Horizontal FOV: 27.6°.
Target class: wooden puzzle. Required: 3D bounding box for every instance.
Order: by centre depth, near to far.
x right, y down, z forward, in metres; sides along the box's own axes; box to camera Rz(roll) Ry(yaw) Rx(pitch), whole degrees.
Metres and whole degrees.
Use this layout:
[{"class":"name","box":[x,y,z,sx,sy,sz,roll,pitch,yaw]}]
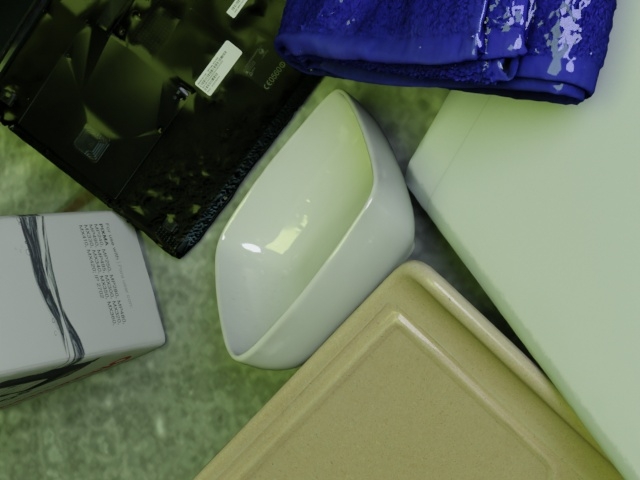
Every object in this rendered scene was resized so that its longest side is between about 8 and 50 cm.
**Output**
[{"class":"wooden puzzle","box":[0.058,0.156,0.716,0.221,0.044,0.239,43,115,1]}]

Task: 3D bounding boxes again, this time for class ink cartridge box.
[{"class":"ink cartridge box","box":[-0.237,0.056,0.804,0.172,0.237,0.100,-22,82,29]}]

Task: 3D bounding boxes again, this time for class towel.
[{"class":"towel","box":[0.075,-0.228,0.659,0.227,0.076,0.308,14,90,50]}]

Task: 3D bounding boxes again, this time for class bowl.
[{"class":"bowl","box":[0.000,0.000,0.742,0.142,0.053,0.142,-50,27,21]}]

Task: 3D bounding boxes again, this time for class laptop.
[{"class":"laptop","box":[-0.115,-0.169,0.860,0.264,0.136,0.234,38,111,-2]}]

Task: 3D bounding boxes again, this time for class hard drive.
[{"class":"hard drive","box":[0.165,-0.009,0.601,0.203,0.040,0.307,-61,42,29]}]
